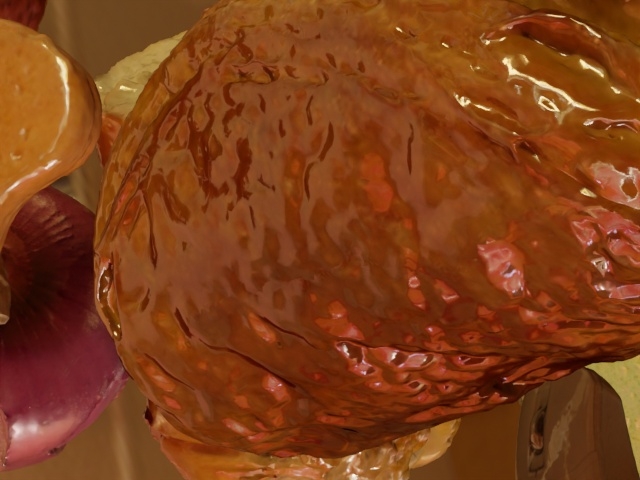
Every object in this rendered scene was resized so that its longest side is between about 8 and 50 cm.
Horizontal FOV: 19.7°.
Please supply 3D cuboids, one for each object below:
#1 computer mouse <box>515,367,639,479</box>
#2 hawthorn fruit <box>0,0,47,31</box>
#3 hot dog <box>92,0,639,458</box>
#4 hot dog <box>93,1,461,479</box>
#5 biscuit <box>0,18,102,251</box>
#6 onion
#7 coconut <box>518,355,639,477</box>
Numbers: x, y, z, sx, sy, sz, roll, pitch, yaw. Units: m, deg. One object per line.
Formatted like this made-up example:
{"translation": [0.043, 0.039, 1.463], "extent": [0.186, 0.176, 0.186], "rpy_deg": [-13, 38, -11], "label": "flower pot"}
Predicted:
{"translation": [0.148, 0.149, 1.068], "extent": [0.056, 0.089, 0.182], "rpy_deg": [1, -111, -33], "label": "computer mouse"}
{"translation": [-0.229, -0.134, 0.943], "extent": [0.203, 0.162, 0.163], "rpy_deg": [-72, -42, -78], "label": "hawthorn fruit"}
{"translation": [0.061, -0.016, 0.859], "extent": [0.267, 0.387, 0.174], "rpy_deg": [22, -120, -34], "label": "hot dog"}
{"translation": [0.000, 0.000, 1.292], "extent": [0.367, 0.196, 0.366], "rpy_deg": [-38, -56, -49], "label": "hot dog"}
{"translation": [-0.167, 0.044, 0.558], "extent": [0.036, 0.165, 0.250], "rpy_deg": [37, -110, -69], "label": "biscuit"}
{"translation": [-0.217, 0.043, 1.264], "extent": [0.200, 0.207, 0.201], "rpy_deg": [-23, -61, -50], "label": "onion"}
{"translation": [0.282, 0.045, 1.340], "extent": [0.328, 0.281, 0.328], "rpy_deg": [13, -129, -17], "label": "coconut"}
